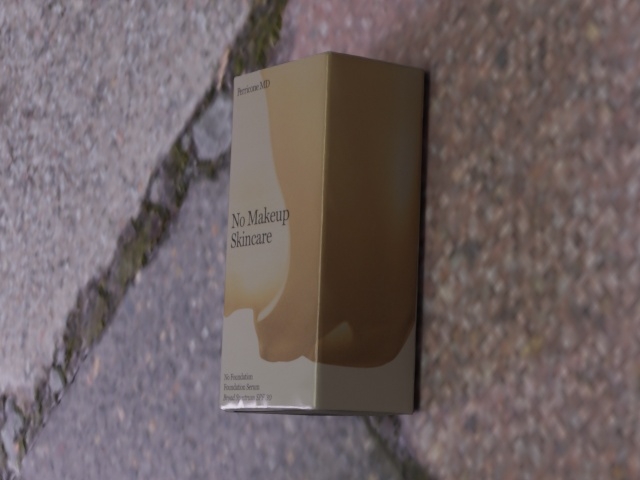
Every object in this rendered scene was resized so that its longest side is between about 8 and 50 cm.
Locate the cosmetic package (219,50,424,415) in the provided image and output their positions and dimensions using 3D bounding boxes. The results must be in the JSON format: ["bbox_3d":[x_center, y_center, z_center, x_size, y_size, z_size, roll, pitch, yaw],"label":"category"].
[{"bbox_3d":[0.000,0.000,0.576,0.060,0.041,0.115,-10,76,54],"label":"cosmetic package"}]
